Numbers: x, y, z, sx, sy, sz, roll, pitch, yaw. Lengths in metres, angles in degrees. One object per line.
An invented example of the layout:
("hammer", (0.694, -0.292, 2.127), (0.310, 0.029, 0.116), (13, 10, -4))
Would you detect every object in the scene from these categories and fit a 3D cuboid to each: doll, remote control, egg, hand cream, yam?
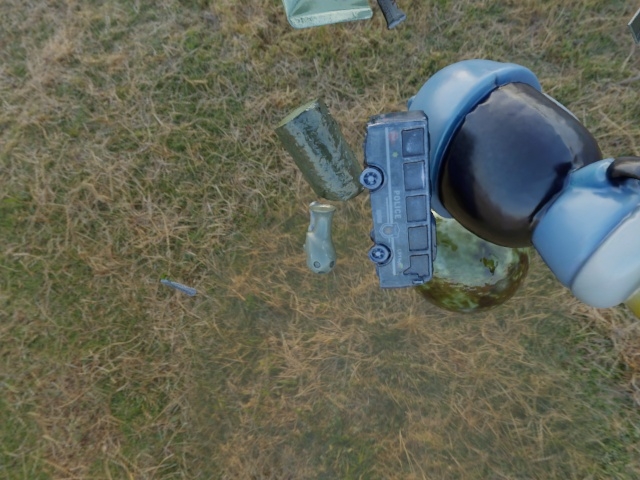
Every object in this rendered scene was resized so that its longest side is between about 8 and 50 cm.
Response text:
("doll", (0.186, -0.064, 0.381), (0.141, 0.177, 0.314), (-32, 54, -11))
("remote control", (-0.004, -0.061, 1.257), (0.074, 0.122, 0.032), (19, 36, 25))
("egg", (0.272, 0.024, 0.796), (0.238, 0.289, 0.238), (-20, 63, 45))
("hand cream", (-0.299, 0.101, 0.861), (0.030, 0.093, 0.019), (2, 71, 27))
("hand cream", (-0.039, -0.445, 0.561), (0.147, 0.093, 0.306), (-25, 90, -29))
("yam", (0.003, -0.257, 1.182), (0.168, 0.304, 0.168), (-23, 34, 17))

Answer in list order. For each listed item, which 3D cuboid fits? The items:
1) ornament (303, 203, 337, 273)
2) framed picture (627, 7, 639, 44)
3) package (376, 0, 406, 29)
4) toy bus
("ornament", (0.000, 0.000, 0.923), (0.081, 0.075, 0.156), (5, 107, 10))
("framed picture", (0.691, -0.475, 0.853), (0.089, 0.066, 0.006), (-58, 36, 11))
("package", (0.110, -0.394, 0.663), (0.037, 0.110, 0.015), (-29, 65, 21))
("toy bus", (0.073, -0.033, 0.375), (0.065, 0.047, 0.166), (-4, 118, 12))
